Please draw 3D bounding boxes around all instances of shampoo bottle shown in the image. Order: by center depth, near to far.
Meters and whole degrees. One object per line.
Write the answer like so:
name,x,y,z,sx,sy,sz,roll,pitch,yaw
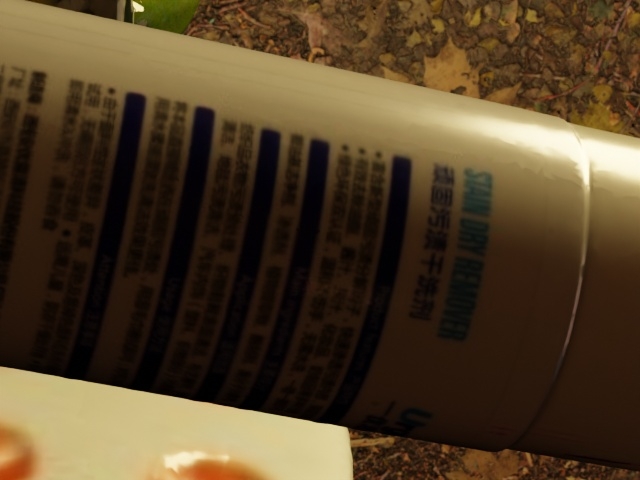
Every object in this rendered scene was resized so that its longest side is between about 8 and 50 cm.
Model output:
shampoo bottle,0.000,0.000,0.450,0.092,0.303,0.092,-170,-90,-79

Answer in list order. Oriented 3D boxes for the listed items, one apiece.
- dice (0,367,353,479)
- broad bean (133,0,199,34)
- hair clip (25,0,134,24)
dice,-0.161,0.216,1.041,0.277,0.304,0.304,-93,-162,-56
broad bean,-0.119,-0.154,0.803,0.292,0.049,0.144,38,67,-64
hair clip,-0.100,-0.205,0.599,0.091,0.138,0.321,-6,115,-55
